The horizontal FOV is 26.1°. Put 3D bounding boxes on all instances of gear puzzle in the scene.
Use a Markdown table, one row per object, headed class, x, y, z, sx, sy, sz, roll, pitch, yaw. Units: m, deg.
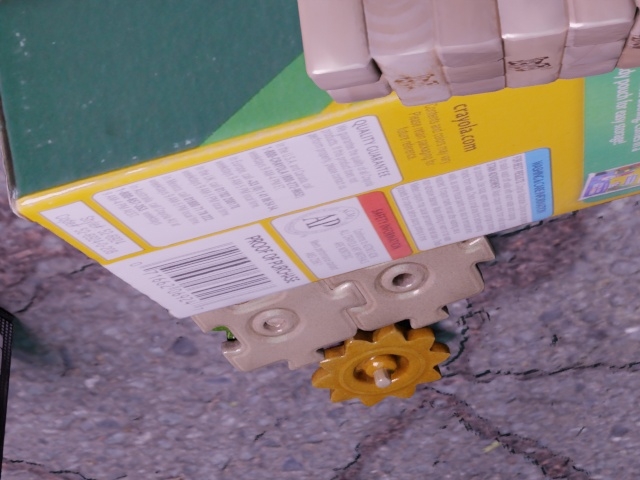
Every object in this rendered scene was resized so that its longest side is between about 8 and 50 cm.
| class | x | y | z | sx | sy | sz | roll | pitch | yaw |
| --- | --- | --- | --- | --- | --- | --- | --- | --- | --- |
| gear puzzle | 0.000 | 0.000 | 0.765 | 0.175 | 0.044 | 0.339 | -20 | 141 | 12 |

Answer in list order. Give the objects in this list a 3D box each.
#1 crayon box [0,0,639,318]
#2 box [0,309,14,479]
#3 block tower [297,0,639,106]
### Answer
| class | x | y | z | sx | sy | sz | roll | pitch | yaw |
| --- | --- | --- | --- | --- | --- | --- | --- | --- | --- |
| crayon box | 0.061 | -0.064 | 0.542 | 0.322 | 0.083 | 0.203 | -14 | 164 | 7 |
| box | -0.240 | 0.081 | 0.706 | 0.045 | 0.191 | 0.184 | -29 | 134 | 25 |
| block tower | 0.161 | -0.110 | 0.375 | 0.335 | 0.097 | 0.091 | -8 | 177 | 8 |
